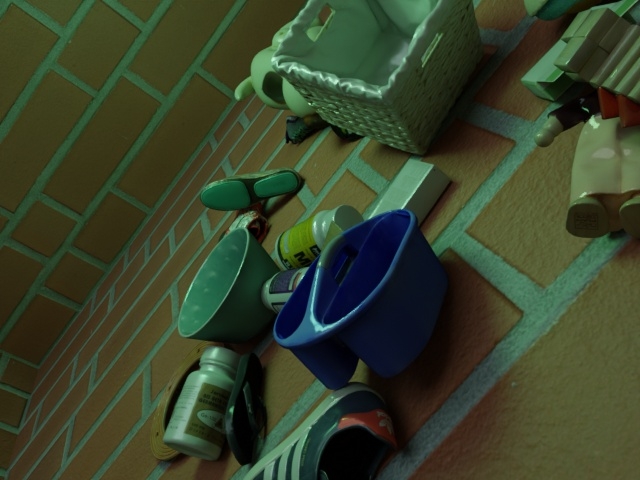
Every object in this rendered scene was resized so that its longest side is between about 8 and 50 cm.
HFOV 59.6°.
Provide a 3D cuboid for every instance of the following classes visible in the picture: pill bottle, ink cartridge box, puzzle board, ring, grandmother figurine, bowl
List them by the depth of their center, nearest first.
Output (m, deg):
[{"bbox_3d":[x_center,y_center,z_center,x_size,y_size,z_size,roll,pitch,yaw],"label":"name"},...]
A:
[{"bbox_3d":[0.418,-0.160,0.799,0.208,0.104,0.342,8,57,25],"label":"grandmother figurine"},{"bbox_3d":[0.429,-0.307,0.908,0.171,0.056,0.235,-46,8,18],"label":"ink cartridge box"},{"bbox_3d":[0.044,0.031,1.146,0.128,0.011,0.096,45,125,45],"label":"puzzle board"},{"bbox_3d":[-0.053,0.117,1.249,0.193,0.108,0.108,-11,50,54],"label":"pill bottle"},{"bbox_3d":[-0.255,0.366,1.272,0.131,0.131,0.229,-23,41,47],"label":"pill bottle"},{"bbox_3d":[0.000,0.000,1.282,0.208,0.119,0.119,-27,38,45],"label":"pill bottle"},{"bbox_3d":[-0.210,0.138,1.418,0.311,0.163,0.311,-42,27,28],"label":"bowl"},{"bbox_3d":[-0.343,0.415,1.479,0.336,0.032,0.336,-40,29,28],"label":"ring"}]

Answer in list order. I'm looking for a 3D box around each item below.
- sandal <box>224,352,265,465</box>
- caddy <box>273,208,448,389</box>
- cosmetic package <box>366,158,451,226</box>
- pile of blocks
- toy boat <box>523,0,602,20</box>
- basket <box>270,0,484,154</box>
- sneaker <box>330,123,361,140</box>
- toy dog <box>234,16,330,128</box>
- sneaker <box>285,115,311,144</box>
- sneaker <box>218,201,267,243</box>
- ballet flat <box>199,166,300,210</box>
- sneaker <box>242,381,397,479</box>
[{"bbox_3d":[-0.149,0.342,1.179,0.055,0.097,0.254,-15,41,15],"label":"sandal"},{"bbox_3d":[0.063,0.078,0.928,0.241,0.179,0.341,-26,20,38],"label":"caddy"},{"bbox_3d":[0.157,-0.048,1.140,0.239,0.060,0.099,-55,24,1],"label":"cosmetic package"},{"bbox_3d":[0.436,-0.167,0.684,0.112,0.149,0.362,-56,47,15],"label":"pile of blocks"},{"bbox_3d":[0.485,-0.480,0.955,0.267,0.148,0.318,-39,-1,21],"label":"toy boat"},{"bbox_3d":[0.134,-0.411,1.238,0.331,0.266,0.328,27,82,33],"label":"basket"},{"bbox_3d":[0.145,-0.376,1.495,0.300,0.111,0.121,-14,44,51],"label":"sneaker"},{"bbox_3d":[-0.047,-0.497,1.667,0.396,0.284,0.408,-15,30,-16],"label":"toy dog"},{"bbox_3d":[-0.058,-0.372,1.886,0.224,0.083,0.098,-163,84,-66],"label":"sneaker"},{"bbox_3d":[-0.210,-0.077,1.768,0.145,0.090,0.270,-9,46,42],"label":"sneaker"},{"bbox_3d":[-0.215,-0.163,1.736,0.316,0.107,0.106,-9,23,2],"label":"ballet flat"},{"bbox_3d":[-0.017,0.383,0.853,0.350,0.131,0.148,-53,22,4],"label":"sneaker"}]
